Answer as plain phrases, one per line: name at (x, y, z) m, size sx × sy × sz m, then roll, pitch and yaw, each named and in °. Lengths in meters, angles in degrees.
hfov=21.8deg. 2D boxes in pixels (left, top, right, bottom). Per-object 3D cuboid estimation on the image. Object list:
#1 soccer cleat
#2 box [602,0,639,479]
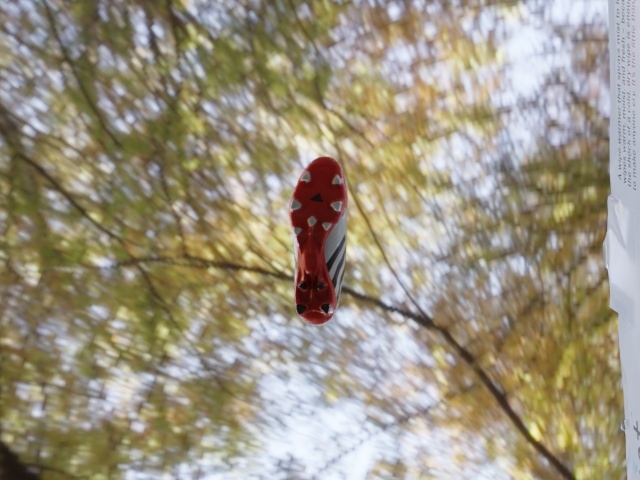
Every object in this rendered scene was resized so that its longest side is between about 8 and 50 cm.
soccer cleat at (0.000, 0.000, 0.817) m, size 0.029 × 0.035 × 0.083 m, roll 2°, pitch -86°, yaw 9°
box at (0.200, 0.030, 0.578) m, size 0.126 × 0.231 × 0.262 m, roll -10°, pitch -70°, yaw -10°
